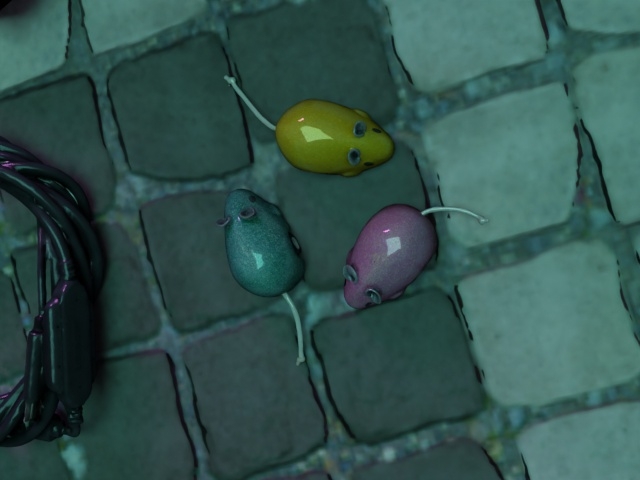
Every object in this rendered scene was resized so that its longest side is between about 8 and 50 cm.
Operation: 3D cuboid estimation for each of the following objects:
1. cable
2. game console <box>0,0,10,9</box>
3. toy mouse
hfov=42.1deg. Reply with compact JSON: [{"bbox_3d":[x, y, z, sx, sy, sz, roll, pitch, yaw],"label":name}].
[{"bbox_3d":[-0.199,0.029,0.486,0.150,0.047,0.185,-2,95,19],"label":"cable"},{"bbox_3d":[-0.308,-0.265,0.496,0.361,0.044,0.213,15,96,14],"label":"game console"},{"bbox_3d":[0.000,0.000,0.435,0.160,0.031,0.143,17,96,13],"label":"toy mouse"}]
